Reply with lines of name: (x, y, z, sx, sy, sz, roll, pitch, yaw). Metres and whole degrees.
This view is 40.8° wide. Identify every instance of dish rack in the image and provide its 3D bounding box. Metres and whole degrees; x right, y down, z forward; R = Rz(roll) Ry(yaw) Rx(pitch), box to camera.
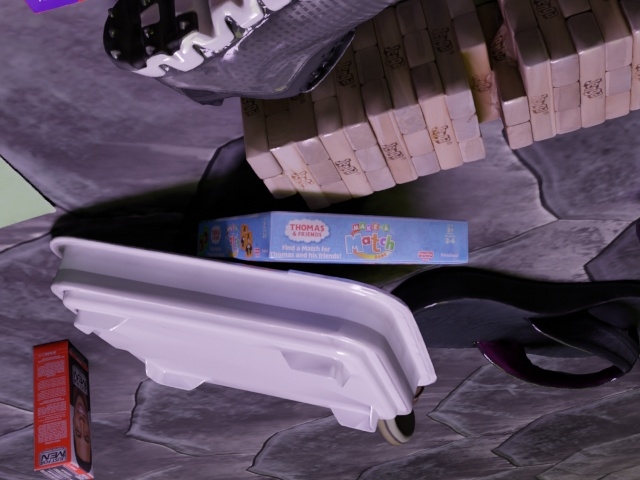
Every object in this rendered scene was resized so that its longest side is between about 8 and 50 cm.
dish rack: (-0.071, 0.099, 0.801, 0.333, 0.072, 0.285, 9, 159, 18)

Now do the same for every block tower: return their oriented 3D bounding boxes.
block tower: (0.116, -0.120, 0.592, 0.335, 0.097, 0.091, -15, 151, 11)

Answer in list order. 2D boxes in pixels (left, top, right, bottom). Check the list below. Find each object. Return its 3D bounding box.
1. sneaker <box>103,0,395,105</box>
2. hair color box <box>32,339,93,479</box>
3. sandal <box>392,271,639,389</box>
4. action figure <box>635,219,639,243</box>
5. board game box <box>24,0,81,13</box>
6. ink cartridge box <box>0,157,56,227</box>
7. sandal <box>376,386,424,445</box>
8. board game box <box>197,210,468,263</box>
sneaker: (-0.009, -0.144, 0.526, 0.234, 0.078, 0.106, -18, 153, 20)
hair color box: (-0.285, 0.190, 0.953, 0.043, 0.141, 0.072, -11, 152, 1)
sandal: (0.279, 0.128, 1.071, 0.446, 0.107, 0.167, 5, 147, -27)
action figure: (0.460, -0.044, 0.843, 0.285, 0.099, 0.185, -14, 142, -2)
board game box: (-0.113, -0.205, 0.405, 0.147, 0.045, 0.193, -14, 151, 5)
ink cartridge box: (-0.352, -0.011, 0.664, 0.235, 0.056, 0.171, -14, 151, 9)
sandal: (0.088, 0.176, 1.094, 0.086, 0.120, 0.303, -27, 150, 1)
board game box: (0.000, 0.000, 0.719, 0.160, 0.039, 0.211, 2, 179, -22)
